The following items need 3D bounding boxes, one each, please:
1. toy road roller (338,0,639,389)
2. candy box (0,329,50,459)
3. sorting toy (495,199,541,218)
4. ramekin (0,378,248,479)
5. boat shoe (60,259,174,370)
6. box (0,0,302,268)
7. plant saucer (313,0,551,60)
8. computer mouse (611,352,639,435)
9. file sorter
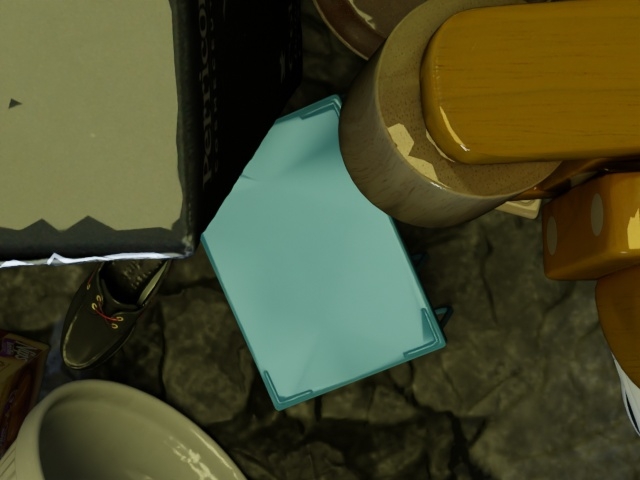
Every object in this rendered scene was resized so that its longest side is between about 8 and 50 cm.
[{"bbox_3d":[0.184,-0.011,1.101,0.329,0.202,0.240,-1,83,-9],"label":"toy road roller"},{"bbox_3d":[-0.246,0.163,1.330,0.053,0.109,0.186,16,103,8],"label":"candy box"},{"bbox_3d":[0.108,-0.053,1.267,0.083,0.012,0.062,15,108,5],"label":"sorting toy"},{"bbox_3d":[-0.136,0.203,1.273,0.207,0.207,0.109,46,115,0],"label":"ramekin"},{"bbox_3d":[-0.140,0.036,1.320,0.049,0.042,0.133,37,107,0],"label":"boat shoe"},{"bbox_3d":[-0.180,-0.271,1.025,0.297,0.472,0.480,-1,104,7],"label":"box"},{"bbox_3d":[0.072,-0.189,1.240,0.168,0.029,0.168,2,100,11],"label":"plant saucer"},{"bbox_3d":[0.219,0.048,1.249,0.106,0.042,0.193,-13,98,12],"label":"computer mouse"},{"bbox_3d":[0.000,0.000,1.252,0.118,0.104,0.170,-22,96,14],"label":"file sorter"}]
